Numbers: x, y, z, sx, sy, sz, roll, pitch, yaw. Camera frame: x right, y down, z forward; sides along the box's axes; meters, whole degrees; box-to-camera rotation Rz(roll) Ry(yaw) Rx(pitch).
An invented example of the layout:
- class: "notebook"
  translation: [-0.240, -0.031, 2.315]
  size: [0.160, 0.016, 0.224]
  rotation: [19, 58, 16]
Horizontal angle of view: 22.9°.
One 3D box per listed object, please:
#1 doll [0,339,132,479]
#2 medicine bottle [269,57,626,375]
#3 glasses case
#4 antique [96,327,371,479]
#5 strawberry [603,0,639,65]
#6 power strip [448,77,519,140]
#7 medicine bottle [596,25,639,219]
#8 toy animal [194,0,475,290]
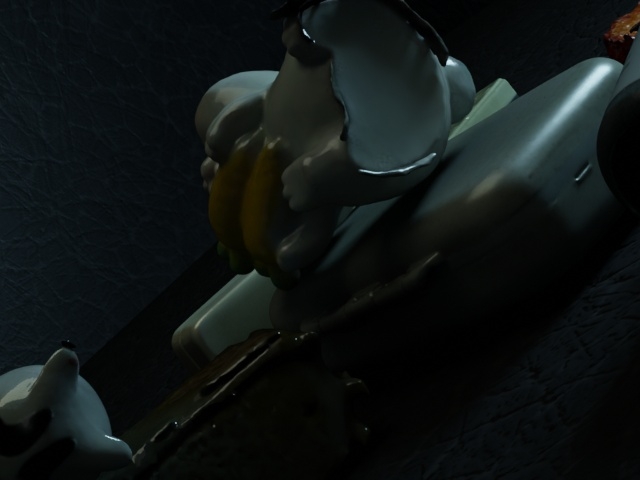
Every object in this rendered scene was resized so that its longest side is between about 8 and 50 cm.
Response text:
- class: "doll"
  translation: [-0.225, 0.151, 1.161]
  size: [0.107, 0.110, 0.180]
  rotation: [-42, 11, -37]
- class: "medicine bottle"
  translation: [0.123, -0.012, 1.387]
  size: [0.282, 0.123, 0.375]
  rotation: [-47, 9, -36]
- class: "glasses case"
  translation: [0.002, 0.047, 1.587]
  size: [0.313, 0.131, 0.070]
  rotation: [-43, 9, -26]
- class: "antique"
  translation: [-0.091, 0.186, 1.220]
  size: [0.284, 0.125, 0.150]
  rotation: [-41, 9, -14]
- class: "strawberry"
  translation: [0.363, -0.215, 1.621]
  size: [0.145, 0.086, 0.145]
  rotation: [-39, 8, 7]
- class: "power strip"
  translation: [0.175, -0.118, 2.012]
  size: [0.105, 0.070, 0.257]
  rotation: [-34, 10, 36]
- class: "medicine bottle"
  translation: [0.291, -0.143, 1.071]
  size: [0.141, 0.141, 0.293]
  rotation: [-30, 26, 50]
- class: "toy animal"
  translation: [-0.004, -0.095, 1.390]
  size: [0.247, 0.183, 0.310]
  rotation: [-41, 1, -24]
